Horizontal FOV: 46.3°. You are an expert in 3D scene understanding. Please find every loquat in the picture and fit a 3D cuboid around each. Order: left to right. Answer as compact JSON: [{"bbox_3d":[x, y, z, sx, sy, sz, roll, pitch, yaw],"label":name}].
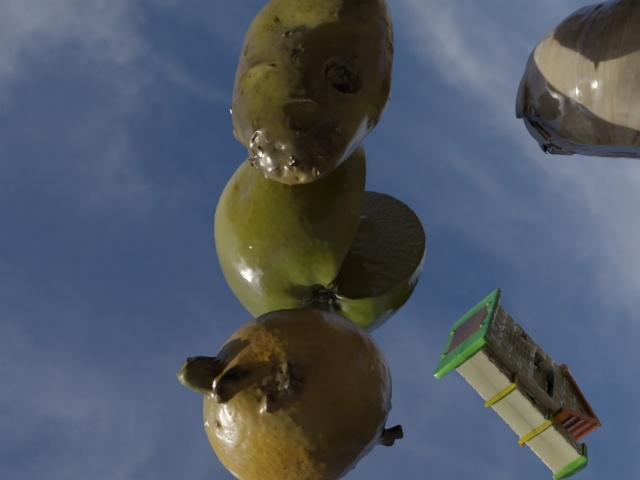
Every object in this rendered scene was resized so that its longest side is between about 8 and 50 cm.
[{"bbox_3d":[-0.028,0.140,0.664,0.204,0.172,0.149,20,-146,-25],"label":"loquat"}]

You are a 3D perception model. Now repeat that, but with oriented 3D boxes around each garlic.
[{"bbox_3d":[0.421,-0.206,0.977,0.322,0.322,0.241,-20,-66,-31],"label":"garlic"}]

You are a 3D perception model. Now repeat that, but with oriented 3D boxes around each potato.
[{"bbox_3d":[-0.010,-0.186,0.872,0.141,0.191,0.296,58,-143,-48],"label":"potato"}]

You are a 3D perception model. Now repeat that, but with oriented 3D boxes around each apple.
[{"bbox_3d":[0.000,0.000,1.023,0.292,0.292,0.254,29,-148,-23],"label":"apple"}]

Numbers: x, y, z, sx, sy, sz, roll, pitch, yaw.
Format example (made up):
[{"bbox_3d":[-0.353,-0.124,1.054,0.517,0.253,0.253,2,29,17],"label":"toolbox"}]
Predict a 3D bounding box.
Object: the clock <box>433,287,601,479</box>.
[{"bbox_3d":[0.319,0.232,1.188,0.255,0.106,0.220,47,-156,2],"label":"clock"}]
